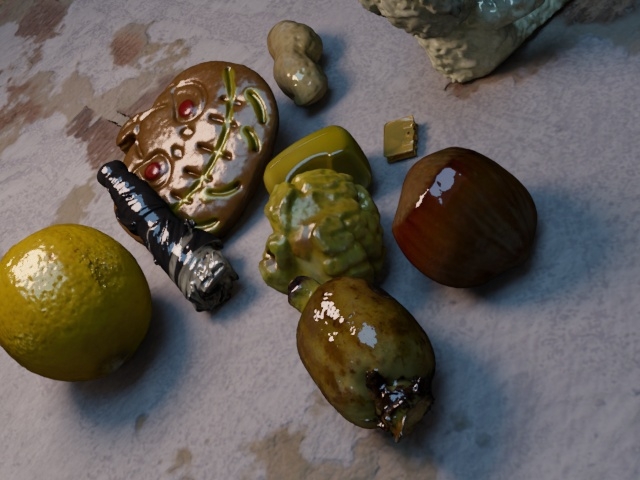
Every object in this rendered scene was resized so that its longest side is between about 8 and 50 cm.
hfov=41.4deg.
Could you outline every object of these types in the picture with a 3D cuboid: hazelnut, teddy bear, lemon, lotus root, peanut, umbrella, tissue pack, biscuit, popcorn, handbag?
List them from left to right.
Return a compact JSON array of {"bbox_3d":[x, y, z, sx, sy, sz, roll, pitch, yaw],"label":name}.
[{"bbox_3d":[-0.431,0.108,1.468,0.293,0.293,0.293,-18,47,20],"label":"lemon"},{"bbox_3d":[-0.281,-0.020,1.536,0.113,0.106,0.358,-49,66,7],"label":"umbrella"},{"bbox_3d":[-0.261,-0.169,1.640,0.350,0.070,0.394,17,82,26],"label":"biscuit"},{"bbox_3d":[-0.049,-0.367,1.740,0.117,0.101,0.263,-39,40,28],"label":"peanut"},{"bbox_3d":[-0.007,-0.119,1.489,0.178,0.123,0.127,-31,37,8],"label":"tissue pack"},{"bbox_3d":[0.000,0.000,1.366,0.226,0.203,0.200,41,48,5],"label":"popcorn"},{"bbox_3d":[0.057,0.149,1.193,0.169,0.141,0.314,-54,53,18],"label":"lotus root"},{"bbox_3d":[0.144,-0.179,1.512,0.061,0.027,0.083,-14,51,23],"label":"handbag"},{"bbox_3d":[0.236,-0.466,1.453,0.327,0.362,0.375,25,72,43],"label":"teddy bear"},{"bbox_3d":[0.211,-0.042,1.242,0.210,0.186,0.210,-21,28,12],"label":"hazelnut"}]
